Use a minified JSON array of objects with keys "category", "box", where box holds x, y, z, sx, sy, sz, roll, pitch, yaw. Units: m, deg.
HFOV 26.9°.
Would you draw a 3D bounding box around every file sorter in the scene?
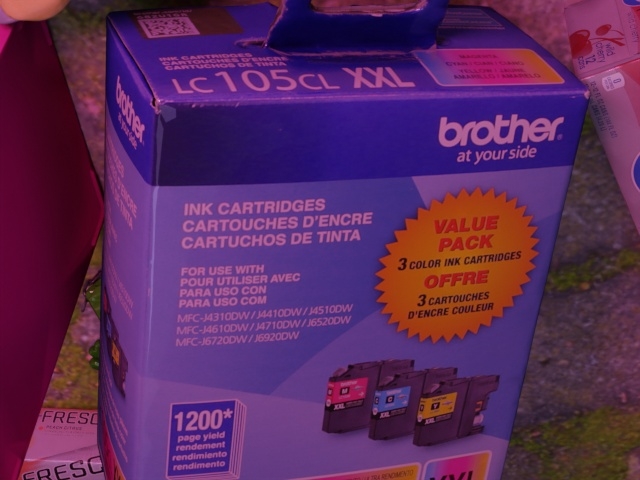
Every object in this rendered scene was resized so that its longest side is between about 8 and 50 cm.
[{"category":"file sorter","box":[-0.277,0.004,0.861,0.182,0.290,0.202,-2,132,10]}]

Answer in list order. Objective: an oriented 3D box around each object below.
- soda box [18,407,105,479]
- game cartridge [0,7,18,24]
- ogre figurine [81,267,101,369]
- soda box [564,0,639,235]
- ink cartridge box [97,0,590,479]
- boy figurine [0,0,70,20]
[{"category":"soda box","box":[-0.202,0.188,1.168,0.183,0.063,0.058,2,132,2]},{"category":"game cartridge","box":[-0.105,-0.255,0.754,0.297,0.062,0.198,-20,132,12]},{"category":"ogre figurine","box":[-0.104,0.070,1.020,0.197,0.118,0.097,36,129,-23]},{"category":"soda box","box":[0.248,-0.047,0.909,0.083,0.092,0.263,-19,128,18]},{"category":"ink cartridge box","box":[0.000,0.000,0.852,0.270,0.151,0.395,-4,120,-19]},{"category":"boy figurine","box":[-0.087,-0.228,0.682,0.177,0.092,0.285,0,142,-43]}]
